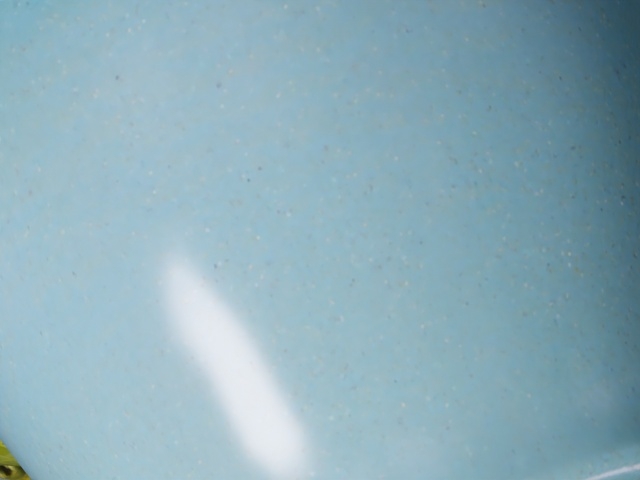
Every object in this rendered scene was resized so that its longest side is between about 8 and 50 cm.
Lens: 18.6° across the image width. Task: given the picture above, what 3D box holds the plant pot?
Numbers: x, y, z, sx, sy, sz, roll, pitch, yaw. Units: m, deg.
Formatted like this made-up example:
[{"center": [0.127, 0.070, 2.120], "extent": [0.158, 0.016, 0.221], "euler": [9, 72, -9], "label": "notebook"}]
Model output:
[{"center": [0.000, 0.000, 0.610], "extent": [0.271, 0.255, 0.272], "euler": [-19, 157, -8], "label": "plant pot"}]

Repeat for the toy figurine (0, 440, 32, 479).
[{"center": [-0.125, 0.189, 0.758], "extent": [0.362, 0.217, 0.191], "euler": [-44, 154, -14], "label": "toy figurine"}]
